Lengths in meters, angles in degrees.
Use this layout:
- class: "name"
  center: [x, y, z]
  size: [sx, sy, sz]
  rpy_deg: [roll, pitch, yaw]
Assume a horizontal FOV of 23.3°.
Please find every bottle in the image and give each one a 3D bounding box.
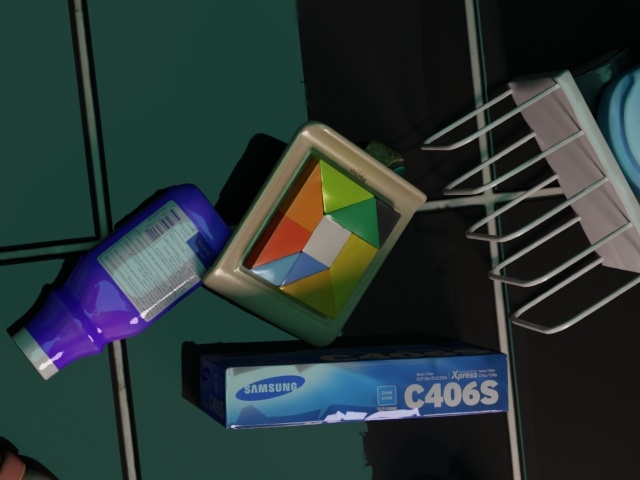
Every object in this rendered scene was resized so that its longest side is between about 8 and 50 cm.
- class: "bottle"
  center: [-0.235, 0.054, 1.852]
  size: [0.283, 0.092, 0.118]
  rpy_deg: [-39, 100, -11]

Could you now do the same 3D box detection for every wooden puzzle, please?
- class: "wooden puzzle"
  center: [0.000, 0.000, 1.877]
  size: [0.221, 0.044, 0.238]
  rpy_deg: [32, 95, -40]

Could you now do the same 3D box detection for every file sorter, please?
- class: "file sorter"
  center: [0.270, -0.047, 1.935]
  size: [0.173, 0.193, 0.277]
  rpy_deg: [-30, 99, -9]

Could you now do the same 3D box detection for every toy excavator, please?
- class: "toy excavator"
  center: [0.569, -0.198, 1.876]
  size: [0.433, 0.445, 0.222]
  rpy_deg: [-30, 99, -12]

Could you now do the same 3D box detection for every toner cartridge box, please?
- class: "toner cartridge box"
  center: [0.038, 0.173, 1.891]
  size: [0.348, 0.165, 0.075]
  rpy_deg: [-2, 91, -15]

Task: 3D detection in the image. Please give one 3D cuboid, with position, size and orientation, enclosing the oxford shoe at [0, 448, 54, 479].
- class: "oxford shoe"
  center: [-0.407, 0.423, 1.803]
  size: [0.130, 0.123, 0.348]
  rpy_deg: [33, 84, -19]

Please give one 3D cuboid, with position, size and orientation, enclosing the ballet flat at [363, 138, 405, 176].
- class: "ballet flat"
  center: [0.010, -0.055, 1.937]
  size: [0.206, 0.073, 0.067]
  rpy_deg: [-36, 73, -14]
